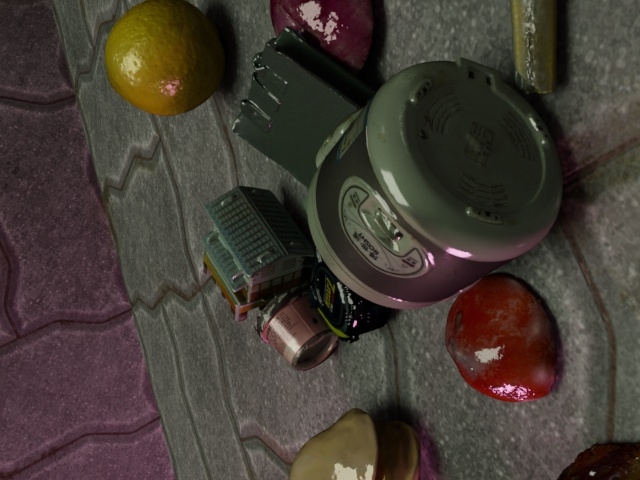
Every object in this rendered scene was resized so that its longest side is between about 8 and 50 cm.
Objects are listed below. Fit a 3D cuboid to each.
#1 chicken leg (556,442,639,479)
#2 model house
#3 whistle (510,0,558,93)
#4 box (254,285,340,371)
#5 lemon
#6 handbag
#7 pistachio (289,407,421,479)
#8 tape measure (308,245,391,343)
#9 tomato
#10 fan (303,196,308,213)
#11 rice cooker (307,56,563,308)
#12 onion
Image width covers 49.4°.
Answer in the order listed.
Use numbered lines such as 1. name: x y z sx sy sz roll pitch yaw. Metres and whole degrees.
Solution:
1. chicken leg: 0.409 0.333 0.833 0.177 0.083 0.322 63 152 5
2. model house: -0.138 0.029 1.526 0.224 0.198 0.215 54 150 34
3. whistle: 0.250 -0.338 0.821 0.068 0.057 0.326 -146 47 -67
4. box: -0.043 0.195 1.498 0.135 0.151 0.151 46 141 28
5. lemon: -0.363 -0.431 1.640 0.293 0.293 0.293 34 131 51
6. handbag: -0.020 -0.209 1.212 0.260 0.079 0.247 37 145 -2
7. pistachio: 0.068 0.456 1.347 0.238 0.229 0.321 -95 28 -43
8. tape measure: 0.058 0.094 1.305 0.186 0.112 0.199 -124 28 -45
9. tomato: 0.246 0.148 1.003 0.173 0.099 0.189 -18 86 63
10. fan: 0.000 0.000 1.459 0.038 0.016 0.193 -27 79 59
11. rice cooker: 0.136 -0.065 0.919 0.277 0.288 0.288 -42 66 58
12. onion: -0.019 -0.380 1.188 0.250 0.111 0.247 -7 87 56
